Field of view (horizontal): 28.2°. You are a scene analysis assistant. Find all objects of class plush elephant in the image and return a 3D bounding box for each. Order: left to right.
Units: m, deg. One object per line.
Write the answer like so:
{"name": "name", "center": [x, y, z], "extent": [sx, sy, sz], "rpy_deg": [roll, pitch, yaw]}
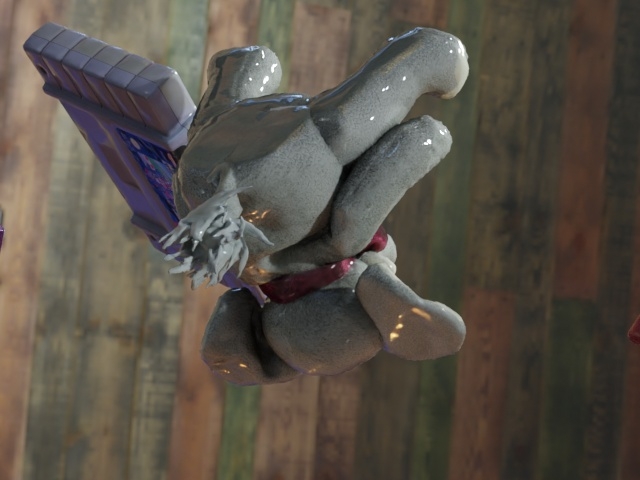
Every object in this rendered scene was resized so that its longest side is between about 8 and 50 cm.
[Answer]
{"name": "plush elephant", "center": [0.000, 0.000, 1.120], "extent": [0.255, 0.271, 0.330], "rpy_deg": [65, 37, -32]}

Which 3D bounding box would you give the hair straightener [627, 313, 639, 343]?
{"name": "hair straightener", "center": [0.464, 0.045, 1.560], "extent": [0.047, 0.089, 0.230], "rpy_deg": [18, -105, 58]}

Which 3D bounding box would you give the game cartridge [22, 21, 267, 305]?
{"name": "game cartridge", "center": [-0.177, -0.075, 1.436], "extent": [0.230, 0.068, 0.355], "rpy_deg": [30, -23, 40]}

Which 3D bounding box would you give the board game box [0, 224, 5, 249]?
{"name": "board game box", "center": [-0.558, 0.074, 1.505], "extent": [0.056, 0.346, 0.208], "rpy_deg": [47, -53, 40]}
